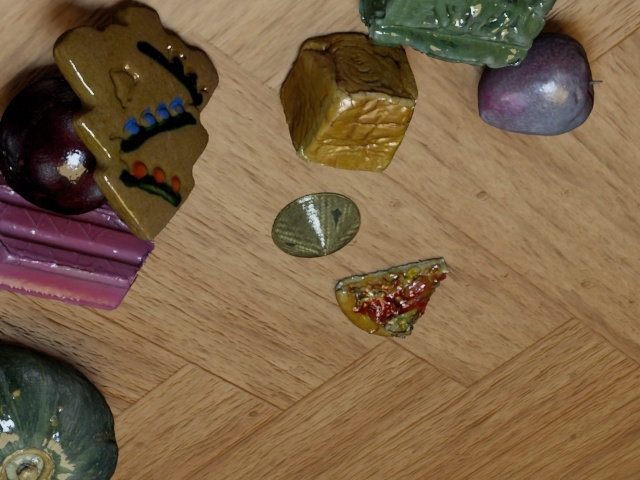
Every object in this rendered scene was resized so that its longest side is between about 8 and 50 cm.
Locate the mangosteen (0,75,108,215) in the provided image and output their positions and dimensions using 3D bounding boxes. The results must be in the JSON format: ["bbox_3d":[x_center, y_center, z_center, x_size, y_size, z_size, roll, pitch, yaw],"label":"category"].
[{"bbox_3d":[-0.313,-0.129,1.754,0.231,0.194,0.194,-14,140,-26],"label":"mangosteen"}]

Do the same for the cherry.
[{"bbox_3d":[0.310,-0.219,1.877,0.176,0.140,0.176,-1,167,0],"label":"cherry"}]

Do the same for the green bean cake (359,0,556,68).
[{"bbox_3d":[0.194,-0.348,1.719,0.241,0.132,0.255,4,134,-26],"label":"green bean cake"}]

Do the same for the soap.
[{"bbox_3d":[-0.363,0.009,1.894,0.250,0.162,0.099,15,130,-29],"label":"soap"}]

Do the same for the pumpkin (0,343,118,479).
[{"bbox_3d":[-0.489,0.317,2.115,0.291,0.257,0.328,-40,127,7],"label":"pumpkin"}]

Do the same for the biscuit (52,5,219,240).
[{"bbox_3d":[-0.221,-0.150,1.699,0.043,0.301,0.278,-7,178,37],"label":"biscuit"}]

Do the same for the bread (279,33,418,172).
[{"bbox_3d":[0.042,-0.190,1.817,0.149,0.158,0.143,2,134,-25],"label":"bread"}]

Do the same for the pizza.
[{"bbox_3d":[0.130,0.095,2.219,0.201,0.053,0.193,28,122,-37],"label":"pizza"}]

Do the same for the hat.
[{"bbox_3d":[0.000,0.000,2.069,0.146,0.067,0.146,-9,138,-8],"label":"hat"}]
